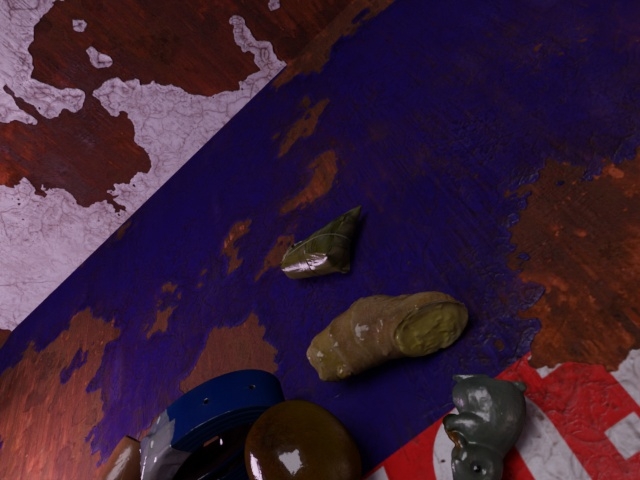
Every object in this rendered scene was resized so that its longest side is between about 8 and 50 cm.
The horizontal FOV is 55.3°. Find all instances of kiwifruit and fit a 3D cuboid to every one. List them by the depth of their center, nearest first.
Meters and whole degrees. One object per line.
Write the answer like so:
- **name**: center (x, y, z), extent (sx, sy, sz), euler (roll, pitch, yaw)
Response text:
- **kiwifruit**: center (-0.030, 0.400, 1.096), extent (0.196, 0.196, 0.234), euler (-49, 40, 0)

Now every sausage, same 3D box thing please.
- **sausage**: center (-0.502, 0.628, 1.471), extent (0.121, 0.121, 0.304), euler (3, 58, 50)

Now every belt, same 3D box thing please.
- **belt**: center (-0.223, 0.417, 1.280), extent (0.347, 0.212, 0.117), euler (-38, 36, 9)

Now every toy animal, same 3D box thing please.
- **toy animal**: center (0.245, 0.318, 0.931), extent (0.138, 0.108, 0.236), euler (-17, 45, 38)

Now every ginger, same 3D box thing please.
- **ginger**: center (0.125, 0.178, 1.203), extent (0.354, 0.126, 0.190), euler (-18, 34, 34)

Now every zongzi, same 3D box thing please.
- **zongzi**: center (-0.001, 0.001, 1.547), extent (0.205, 0.094, 0.204), euler (-14, 43, 41)
